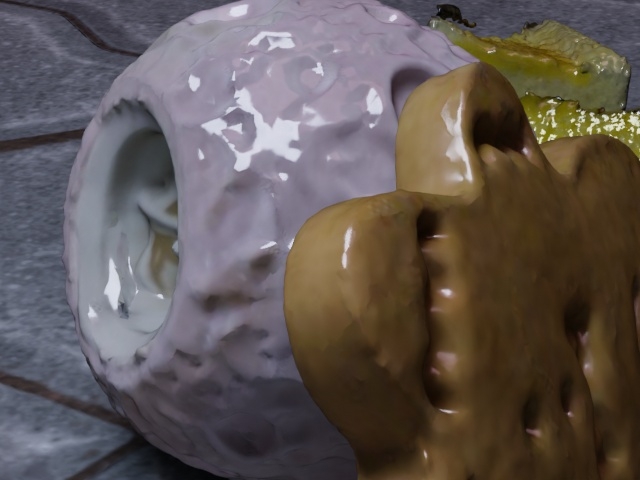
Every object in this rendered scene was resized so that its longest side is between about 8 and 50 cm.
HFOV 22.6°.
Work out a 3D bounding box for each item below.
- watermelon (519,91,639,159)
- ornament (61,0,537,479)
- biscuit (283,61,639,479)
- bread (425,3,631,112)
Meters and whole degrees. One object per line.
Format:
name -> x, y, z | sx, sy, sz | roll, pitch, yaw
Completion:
watermelon -> 0.249, -0.030, 1.043 | 0.301, 0.129, 0.123 | 4, 20, 26
ornament -> 0.000, 0.000, 0.820 | 0.225, 0.259, 0.259 | 4, 17, -31
biscuit -> 0.103, 0.062, 0.678 | 0.052, 0.275, 0.355 | -12, -4, 32
bread -> 0.132, -0.110, 1.235 | 0.160, 0.140, 0.169 | 5, 16, -14
